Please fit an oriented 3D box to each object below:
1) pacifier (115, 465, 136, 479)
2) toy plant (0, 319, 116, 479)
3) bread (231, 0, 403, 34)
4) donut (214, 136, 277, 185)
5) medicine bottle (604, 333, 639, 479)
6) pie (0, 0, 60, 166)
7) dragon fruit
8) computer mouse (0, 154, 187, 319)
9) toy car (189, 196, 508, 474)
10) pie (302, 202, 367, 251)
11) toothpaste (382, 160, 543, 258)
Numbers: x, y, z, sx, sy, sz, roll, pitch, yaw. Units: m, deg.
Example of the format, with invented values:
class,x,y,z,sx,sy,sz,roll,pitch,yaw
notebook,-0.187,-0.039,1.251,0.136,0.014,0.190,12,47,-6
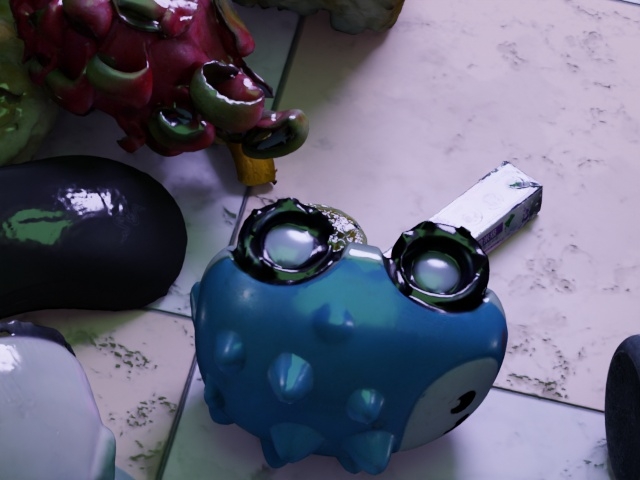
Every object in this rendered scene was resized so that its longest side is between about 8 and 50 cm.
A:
class,x,y,z,sx,sy,sz,roll,pitch,yaw
pacifier,-0.156,0.222,1.493,0.127,0.116,0.150,26,45,-18
toy plant,-0.188,0.245,1.313,0.247,0.247,0.332,-23,59,-23
bread,-0.076,-0.378,1.856,0.395,0.239,0.264,13,77,6
donut,-0.071,-0.084,1.801,0.038,0.067,0.083,-13,86,-25
medicine bottle,0.386,0.140,1.603,0.293,0.141,0.141,-2,52,-8
pie,-0.397,-0.147,1.775,0.339,0.077,0.339,6,53,-8
dragon fruit,-0.153,-0.164,1.725,0.198,0.218,0.272,-28,64,1
computer mouse,-0.240,-0.006,1.659,0.264,0.088,0.147,-12,75,-12
toy car,0.018,0.093,1.570,0.255,0.188,0.190,9,59,-3
pie,0.001,-0.001,1.747,0.084,0.021,0.084,4,52,-5
toothpaste,0.116,0.000,1.749,0.047,0.040,0.196,37,56,26
